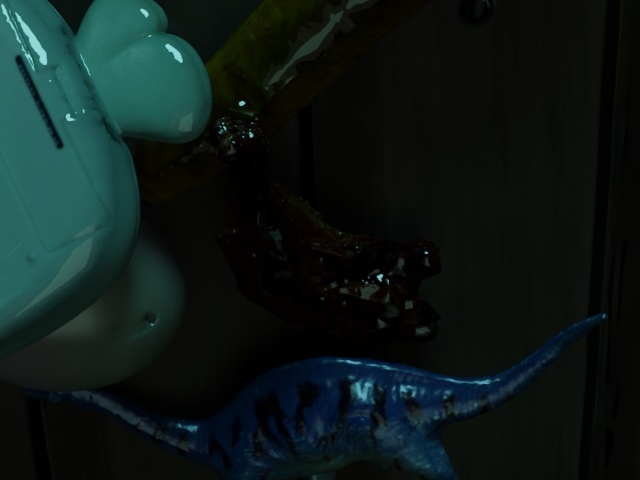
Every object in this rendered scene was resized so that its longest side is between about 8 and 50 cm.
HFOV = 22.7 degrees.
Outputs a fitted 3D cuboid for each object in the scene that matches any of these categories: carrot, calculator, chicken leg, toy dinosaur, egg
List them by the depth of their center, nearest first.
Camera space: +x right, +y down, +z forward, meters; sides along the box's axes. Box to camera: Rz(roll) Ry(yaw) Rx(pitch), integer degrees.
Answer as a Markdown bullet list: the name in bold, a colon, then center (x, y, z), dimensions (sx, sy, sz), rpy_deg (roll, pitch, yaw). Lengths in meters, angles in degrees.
- **calculator**: center (-0.190, -0.026, 0.755), dimensions (0.295, 0.042, 0.184), rpy_deg (-28, 81, 9)
- **carrot**: center (0.012, -0.117, 0.792), dimensions (0.314, 0.066, 0.066), rpy_deg (-40, 120, 16)
- **egg**: center (-0.136, 0.026, 0.817), dimensions (0.135, 0.103, 0.103), rpy_deg (5, 120, -4)
- **chicken leg**: center (-0.004, 0.004, 0.844), dimensions (0.089, 0.048, 0.219), rpy_deg (-35, 135, 21)
- **toy dinosaur**: center (0.004, 0.111, 0.911), dimensions (0.329, 0.076, 0.144), rpy_deg (-6, 128, 11)
